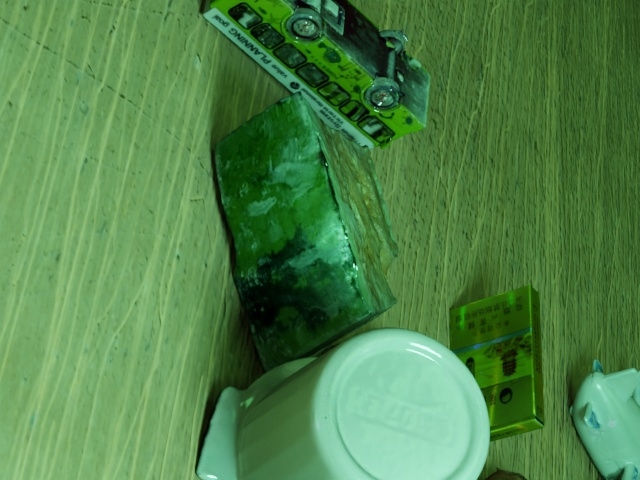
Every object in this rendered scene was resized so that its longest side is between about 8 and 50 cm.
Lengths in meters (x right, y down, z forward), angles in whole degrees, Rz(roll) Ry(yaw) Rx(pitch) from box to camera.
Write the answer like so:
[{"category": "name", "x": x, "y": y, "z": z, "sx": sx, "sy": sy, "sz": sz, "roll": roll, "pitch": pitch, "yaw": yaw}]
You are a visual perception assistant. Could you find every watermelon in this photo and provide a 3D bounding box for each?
[{"category": "watermelon", "x": -0.015, "y": 0.004, "z": 1.923, "sx": 0.302, "sy": 0.151, "sz": 0.264, "roll": 28, "pitch": 45, "yaw": -74}]

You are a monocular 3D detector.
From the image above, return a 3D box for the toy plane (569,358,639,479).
[{"category": "toy plane", "x": 0.446, "y": 0.289, "z": 2.546, "sx": 0.267, "sy": 0.122, "sz": 0.267, "roll": 36, "pitch": 46, "yaw": -49}]

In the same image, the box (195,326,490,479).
[{"category": "box", "x": 0.048, "y": 0.220, "z": 1.691, "sx": 0.262, "sy": 0.206, "sz": 0.291, "roll": -17, "pitch": 75, "yaw": -26}]

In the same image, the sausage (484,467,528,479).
[{"category": "sausage", "x": 0.276, "y": 0.350, "z": 2.270, "sx": 0.304, "sy": 0.078, "sz": 0.078, "roll": 32, "pitch": 47, "yaw": -51}]

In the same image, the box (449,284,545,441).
[{"category": "box", "x": 0.221, "y": 0.159, "z": 2.233, "sx": 0.030, "sy": 0.121, "sz": 0.193, "roll": 39, "pitch": 42, "yaw": -42}]

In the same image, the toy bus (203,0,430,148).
[{"category": "toy bus", "x": -0.008, "y": -0.225, "z": 2.056, "sx": 0.301, "sy": 0.139, "sz": 0.113, "roll": 39, "pitch": 41, "yaw": -32}]

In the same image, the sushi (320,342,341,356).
[{"category": "sushi", "x": 0.060, "y": 0.192, "z": 1.935, "sx": 0.124, "sy": 0.127, "sz": 0.225, "roll": 56, "pitch": 31, "yaw": -22}]
